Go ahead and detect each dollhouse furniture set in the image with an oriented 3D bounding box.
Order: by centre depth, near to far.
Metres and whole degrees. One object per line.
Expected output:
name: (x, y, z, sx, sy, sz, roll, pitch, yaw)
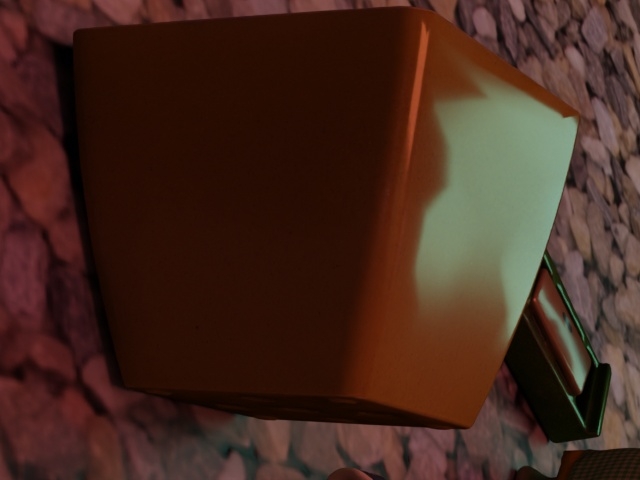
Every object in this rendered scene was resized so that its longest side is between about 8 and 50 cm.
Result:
dollhouse furniture set: (0.224, 0.122, 1.383, 0.151, 0.198, 0.301, 62, 29, -29)

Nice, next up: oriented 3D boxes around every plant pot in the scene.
plant pot: (0.000, 0.000, 1.015, 0.212, 0.212, 0.187, 22, 70, -59)

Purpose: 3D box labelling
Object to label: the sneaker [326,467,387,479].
sneaker: (0.020, 0.218, 1.098, 0.086, 0.064, 0.192, 45, 39, -34)
